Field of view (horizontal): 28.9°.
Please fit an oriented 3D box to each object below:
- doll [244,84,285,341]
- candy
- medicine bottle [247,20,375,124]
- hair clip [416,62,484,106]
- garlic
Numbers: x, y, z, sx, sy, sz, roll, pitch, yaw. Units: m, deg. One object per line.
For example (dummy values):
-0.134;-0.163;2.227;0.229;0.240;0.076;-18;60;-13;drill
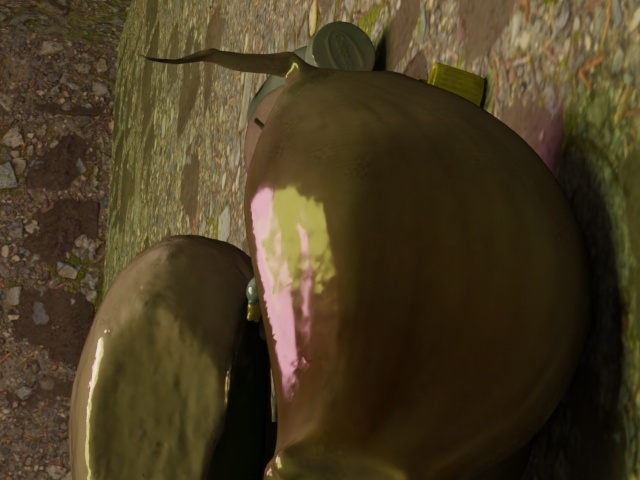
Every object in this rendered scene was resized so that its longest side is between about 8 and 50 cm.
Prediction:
0.000;0.000;1.157;0.151;0.151;0.287;175;95;-74;doll
-0.137;0.180;1.273;0.427;0.186;0.386;-37;-52;-76;candy
-0.010;-0.158;1.314;0.217;0.090;0.090;143;132;-67;medicine bottle
0.095;-0.051;0.968;0.046;0.072;0.173;134;149;-69;hair clip
0.038;0.040;0.824;0.231;0.246;0.340;102;151;-60;garlic
